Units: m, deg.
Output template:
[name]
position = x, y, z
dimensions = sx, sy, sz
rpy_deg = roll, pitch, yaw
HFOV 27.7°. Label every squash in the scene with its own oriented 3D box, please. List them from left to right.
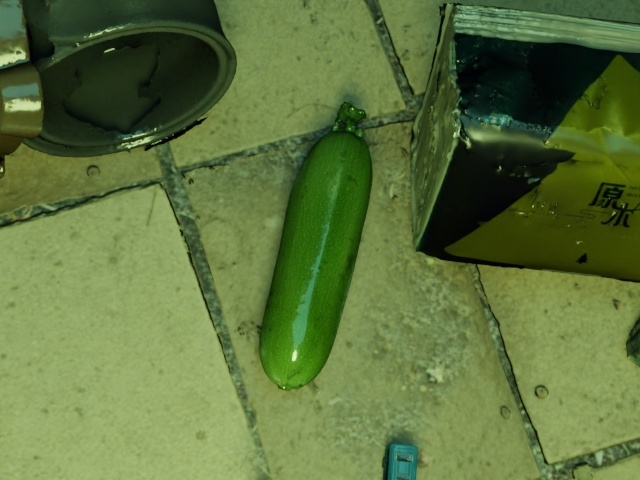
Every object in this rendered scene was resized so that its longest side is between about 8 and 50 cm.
[squash]
position = 0.000, 0.000, 1.577
dimensions = 0.101, 0.101, 0.378
rpy_deg = 16, 68, -2

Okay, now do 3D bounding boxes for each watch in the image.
[watch]
position = -0.283, -0.220, 1.530
dimensions = 0.327, 0.335, 0.314
rpy_deg = -6, 65, -30

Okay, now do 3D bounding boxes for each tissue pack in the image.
[tissue pack]
position = 0.325, -0.112, 1.558
dimensions = 0.416, 0.264, 0.253
rpy_deg = 8, 51, -5

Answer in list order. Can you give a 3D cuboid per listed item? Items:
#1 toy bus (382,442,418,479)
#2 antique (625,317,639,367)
[toy bus]
position = 0.092, 0.281, 1.517
dimensions = 0.038, 0.046, 0.083
rpy_deg = 8, 69, -5
[antique]
position = 0.473, 0.145, 1.599
dimensions = 0.183, 0.086, 0.088
rpy_deg = 34, 69, 4
